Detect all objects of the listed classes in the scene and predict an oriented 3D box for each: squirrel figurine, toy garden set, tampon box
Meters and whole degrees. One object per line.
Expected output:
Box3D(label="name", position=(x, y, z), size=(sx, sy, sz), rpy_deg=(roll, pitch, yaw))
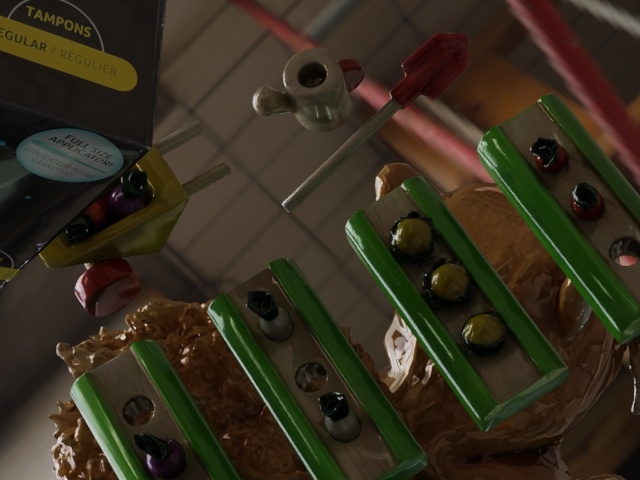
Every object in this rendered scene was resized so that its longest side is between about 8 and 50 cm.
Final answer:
Box3D(label="squirrel figurine", position=(0.042, 0.142, 1.031), size=(0.397, 0.370, 0.281), rpy_deg=(8, -163, -41))
Box3D(label="toy garden set", position=(0.000, 0.000, 0.728), size=(0.203, 0.244, 0.049), rpy_deg=(55, 174, 27))
Box3D(label="tampon box", position=(-0.140, -0.058, 0.604), size=(0.120, 0.101, 0.161), rpy_deg=(16, 151, -25))
